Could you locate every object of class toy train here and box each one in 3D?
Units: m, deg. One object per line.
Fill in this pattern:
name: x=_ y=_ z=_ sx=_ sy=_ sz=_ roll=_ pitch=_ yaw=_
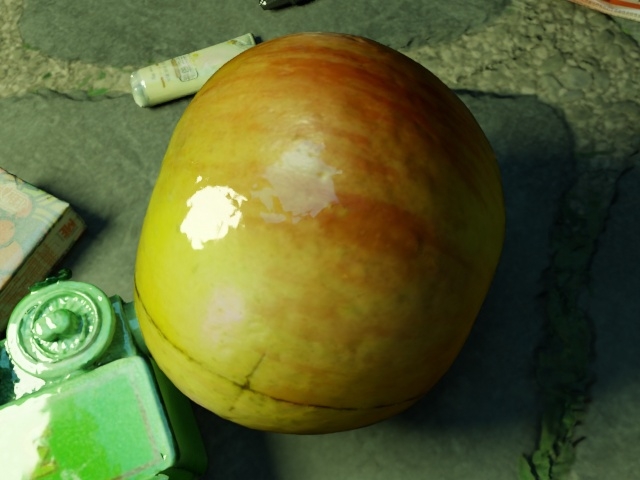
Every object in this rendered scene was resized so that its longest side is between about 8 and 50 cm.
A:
toy train: x=-0.217 y=0.142 z=0.616 sx=0.243 sy=0.132 sz=0.188 roll=-21 pitch=69 yaw=-2

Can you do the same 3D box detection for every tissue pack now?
tissue pack: x=-0.309 y=0.012 z=0.736 sx=0.109 sy=0.060 sz=0.148 roll=27 pitch=71 yaw=20

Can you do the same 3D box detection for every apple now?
apple: x=0.000 y=0.000 z=0.568 sx=0.233 sy=0.286 sz=0.285 roll=18 pitch=65 yaw=-2

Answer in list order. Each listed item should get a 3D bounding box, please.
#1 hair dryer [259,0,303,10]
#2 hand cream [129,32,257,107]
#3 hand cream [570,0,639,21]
hair dryer: x=0.040 y=-0.324 z=0.864 sx=0.248 sy=0.070 sz=0.114 roll=-27 pitch=62 yaw=5
hand cream: x=-0.129 y=-0.177 z=0.822 sx=0.143 sy=0.039 sz=0.061 roll=-21 pitch=58 yaw=-7
hand cream: x=0.302 y=-0.247 z=0.788 sx=0.216 sy=0.038 sz=0.052 roll=20 pitch=95 yaw=15
